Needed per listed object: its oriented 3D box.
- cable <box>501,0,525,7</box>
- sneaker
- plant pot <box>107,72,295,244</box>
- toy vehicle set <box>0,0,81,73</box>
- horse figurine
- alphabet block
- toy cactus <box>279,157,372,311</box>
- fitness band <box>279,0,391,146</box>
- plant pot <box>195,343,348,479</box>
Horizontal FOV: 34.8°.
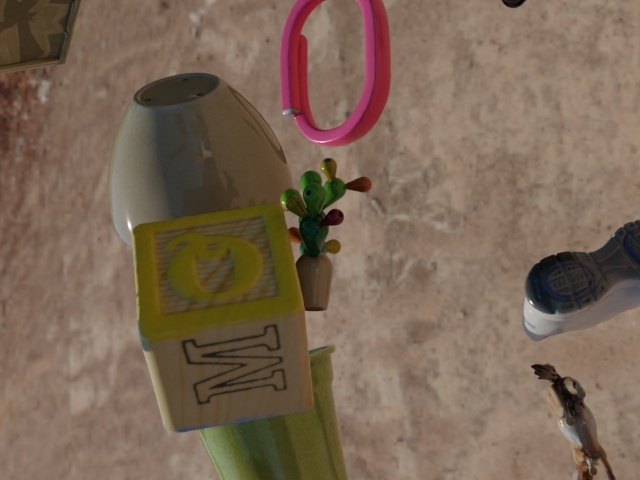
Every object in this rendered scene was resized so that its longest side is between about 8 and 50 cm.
[{"bbox_3d":[0.335,-0.469,1.663,0.047,0.150,0.184,23,111,25],"label":"cable"},{"bbox_3d":[0.406,0.059,1.445,0.129,0.297,0.111,100,152,-55],"label":"sneaker"},{"bbox_3d":[-0.191,-0.138,1.517,0.284,0.284,0.190,-134,30,-56],"label":"plant pot"},{"bbox_3d":[-0.341,-0.196,0.886,0.035,0.267,0.166,64,148,17],"label":"toy vehicle set"},{"bbox_3d":[0.411,0.298,1.641,0.174,0.066,0.263,-71,-43,-84],"label":"horse figurine"},{"bbox_3d":[-0.120,0.097,1.269,0.197,0.194,0.192,86,171,-47],"label":"alphabet block"},{"bbox_3d":[0.000,0.000,1.308,0.219,0.112,0.180,132,139,-72],"label":"toy cactus"},{"bbox_3d":[0.023,-0.303,1.725,0.209,0.054,0.290,-11,76,39],"label":"fitness band"},{"bbox_3d":[-0.070,0.328,1.633,0.276,0.276,0.253,-27,80,62],"label":"plant pot"}]
